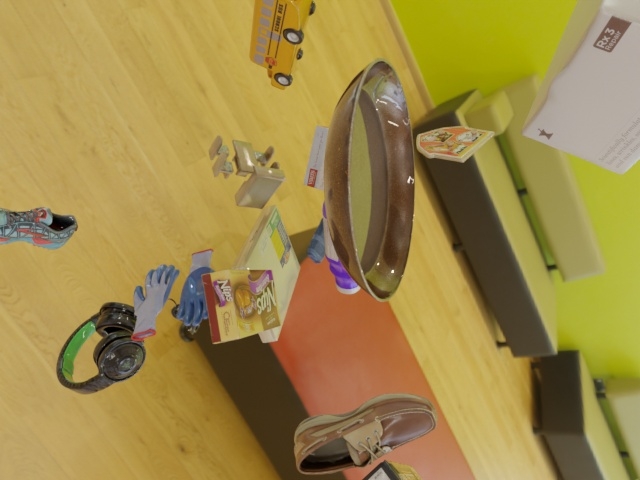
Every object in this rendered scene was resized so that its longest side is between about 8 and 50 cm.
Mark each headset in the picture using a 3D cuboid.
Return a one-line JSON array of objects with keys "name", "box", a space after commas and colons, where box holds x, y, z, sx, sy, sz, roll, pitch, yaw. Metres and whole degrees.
[{"name": "headset", "box": [-0.560, 0.296, 1.374, 0.185, 0.394, 0.243, 58, 4, -45]}]

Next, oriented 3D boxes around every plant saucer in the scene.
[{"name": "plant saucer", "box": [0.071, -0.076, 0.631, 0.310, 0.050, 0.311, 3, 90, -66]}]

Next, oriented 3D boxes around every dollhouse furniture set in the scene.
[{"name": "dollhouse furniture set", "box": [-0.227, -0.253, 1.583, 0.212, 0.161, 0.242, 4, 54, -37]}]

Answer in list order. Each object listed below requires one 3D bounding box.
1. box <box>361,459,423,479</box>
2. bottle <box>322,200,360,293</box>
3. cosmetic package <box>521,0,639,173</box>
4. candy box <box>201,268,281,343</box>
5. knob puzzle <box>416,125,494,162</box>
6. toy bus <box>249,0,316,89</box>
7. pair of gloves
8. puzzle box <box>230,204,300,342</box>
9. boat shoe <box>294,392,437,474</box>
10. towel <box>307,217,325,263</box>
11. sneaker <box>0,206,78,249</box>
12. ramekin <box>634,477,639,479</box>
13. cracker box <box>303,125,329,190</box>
[{"name": "box", "box": [0.062, 0.665, 1.055, 0.097, 0.395, 0.318, 45, -3, 35]}, {"name": "bottle", "box": [0.064, 0.008, 1.129, 0.118, 0.092, 0.283, -44, 144, -36]}, {"name": "cosmetic package", "box": [0.435, -0.311, 0.638, 0.385, 0.156, 0.217, -61, 169, -21]}, {"name": "candy box", "box": [-0.128, 0.106, 0.806, 0.186, 0.053, 0.109, 14, 65, -73]}, {"name": "knob puzzle", "box": [0.351, -0.282, 1.310, 0.213, 0.213, 0.030, -57, 142, -44]}, {"name": "toy bus", "box": [-0.099, -0.520, 1.180, 0.130, 0.333, 0.108, 20, 72, -6]}, {"name": "pair of gloves", "box": [-0.256, 0.094, 0.851, 0.023, 0.198, 0.159, 56, 24, -47]}, {"name": "puzzle box", "box": [-0.162, 0.092, 1.527, 0.409, 0.052, 0.272, -74, 149, -60]}, {"name": "boat shoe", "box": [0.093, 0.422, 0.997, 0.123, 0.324, 0.116, 63, 15, -15]}, {"name": "towel", "box": [0.000, 0.000, 1.326, 0.067, 0.029, 0.119, 48, 59, -46]}, {"name": "sneaker", "box": [-0.769, -0.056, 1.250, 0.262, 0.125, 0.104, 14, 47, -63]}, {"name": "ramekin", "box": [0.298, 0.290, 0.250, 0.148, 0.303, 0.303, -33, 104, -64]}, {"name": "cracker box", "box": [0.086, -0.187, 1.199, 0.067, 0.232, 0.156, -32, 139, -66]}]
